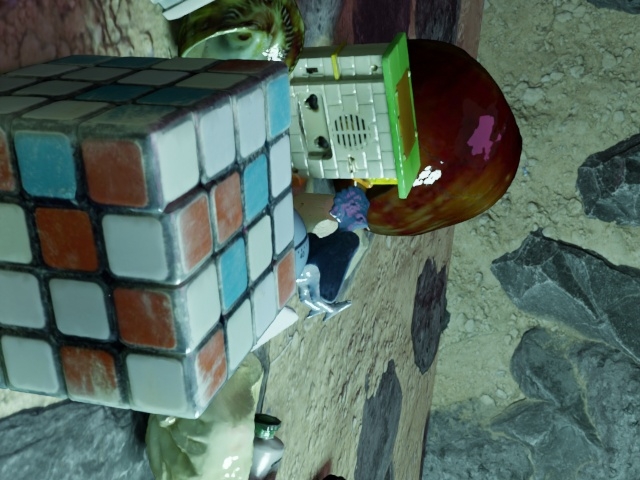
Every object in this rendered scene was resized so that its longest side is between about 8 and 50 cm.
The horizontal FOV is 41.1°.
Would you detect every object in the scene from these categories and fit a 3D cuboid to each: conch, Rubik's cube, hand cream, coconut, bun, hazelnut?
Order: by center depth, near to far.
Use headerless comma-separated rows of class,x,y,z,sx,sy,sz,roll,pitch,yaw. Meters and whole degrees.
Rubik's cube,-0.182,-0.022,0.780,0.259,0.256,0.253,-47,139,-61
bun,-0.154,0.245,1.120,0.229,0.145,0.229,-168,-90,-81
conch,-0.112,-0.271,1.130,0.124,0.187,0.181,62,-20,22
hand cream,-0.118,0.455,1.414,0.121,0.076,0.336,-6,108,-68
coconut,-0.001,0.001,1.448,0.161,0.162,0.161,5,90,-71
hazelnut,0.191,-0.207,1.677,0.429,0.402,0.402,-5,100,-75

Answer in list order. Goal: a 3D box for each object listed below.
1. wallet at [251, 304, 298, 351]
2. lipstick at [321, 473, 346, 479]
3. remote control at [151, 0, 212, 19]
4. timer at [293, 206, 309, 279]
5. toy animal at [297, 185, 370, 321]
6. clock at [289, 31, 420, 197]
wallet,-0.126,0.101,1.142,0.183,0.124,0.032,30,34,-45
lipstick,-0.033,0.569,1.648,0.418,0.077,0.077,-30,123,-68
remote control,-0.078,-0.345,0.973,0.055,0.277,0.103,47,46,-32
timer,-0.116,-0.038,1.185,0.255,0.175,0.175,65,21,1
toy animal,-0.015,0.031,1.290,0.255,0.239,0.176,-22,99,-32
clock,0.007,-0.186,1.278,0.106,0.255,0.220,-60,146,-52
